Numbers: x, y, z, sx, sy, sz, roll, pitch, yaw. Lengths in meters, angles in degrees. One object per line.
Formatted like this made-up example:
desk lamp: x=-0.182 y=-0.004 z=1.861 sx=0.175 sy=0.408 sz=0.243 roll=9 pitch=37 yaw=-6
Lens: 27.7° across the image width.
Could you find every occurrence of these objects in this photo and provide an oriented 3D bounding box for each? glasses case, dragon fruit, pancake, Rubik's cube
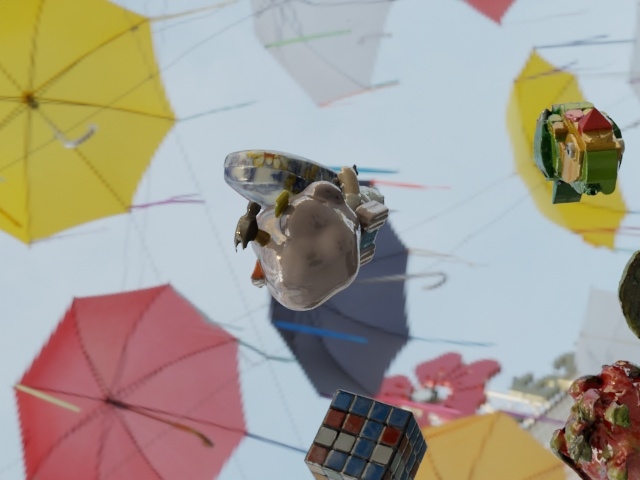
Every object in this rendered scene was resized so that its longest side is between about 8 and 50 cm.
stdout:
glasses case: x=-0.018 y=-0.050 z=1.390 sx=0.248 sy=0.087 sz=0.065 roll=21 pitch=-102 yaw=-61
dragon fruit: x=0.325 y=0.213 z=1.371 sx=0.172 sy=0.160 sz=0.166 roll=29 pitch=-109 yaw=-18
pancake: x=0.365 y=0.057 z=1.443 sx=0.108 sy=0.017 sz=0.108 roll=1 pitch=-91 yaw=-41
Rubik's cube: x=0.050 y=0.229 z=1.389 sx=0.092 sy=0.092 sz=0.092 roll=-64 pitch=-28 yaw=-26

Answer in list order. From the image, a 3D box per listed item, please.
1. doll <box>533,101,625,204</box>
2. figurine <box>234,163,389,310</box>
doll: x=0.328 y=-0.108 z=1.634 sx=0.106 sy=0.186 sz=0.134 roll=-3 pitch=-85 yaw=-4
figurine: x=0.000 y=0.000 z=1.279 sx=0.229 sy=0.112 sz=0.137 roll=-28 pitch=-29 yaw=-57
